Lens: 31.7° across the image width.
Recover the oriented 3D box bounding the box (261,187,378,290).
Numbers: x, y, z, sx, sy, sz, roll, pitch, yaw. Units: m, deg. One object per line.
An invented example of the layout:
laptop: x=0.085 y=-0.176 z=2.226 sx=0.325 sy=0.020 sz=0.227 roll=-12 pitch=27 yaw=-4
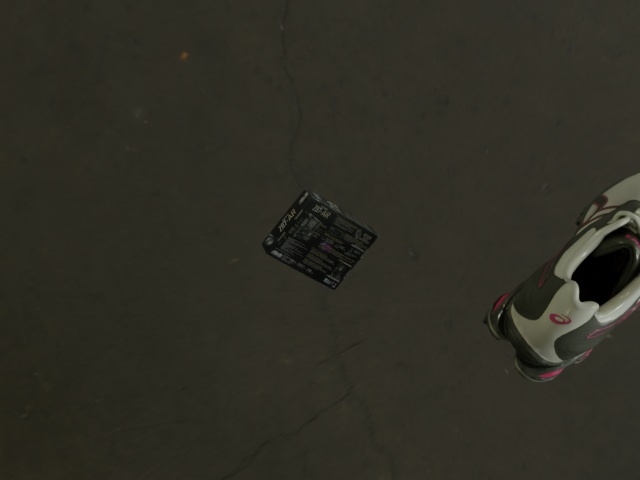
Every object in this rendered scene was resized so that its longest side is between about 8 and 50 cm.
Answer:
box: x=0.000 y=0.000 z=1.001 sx=0.083 sy=0.018 sz=0.067 roll=29 pitch=107 yaw=-33

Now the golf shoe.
golf shoe: x=0.261 y=0.015 z=0.962 sx=0.105 sy=0.120 sz=0.273 roll=46 pitch=58 yaw=5
